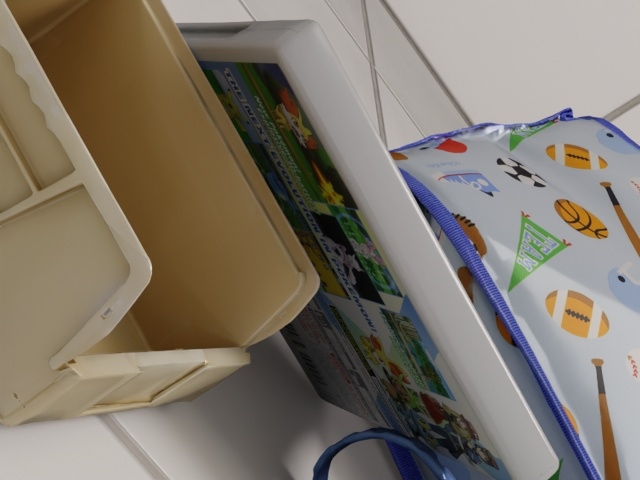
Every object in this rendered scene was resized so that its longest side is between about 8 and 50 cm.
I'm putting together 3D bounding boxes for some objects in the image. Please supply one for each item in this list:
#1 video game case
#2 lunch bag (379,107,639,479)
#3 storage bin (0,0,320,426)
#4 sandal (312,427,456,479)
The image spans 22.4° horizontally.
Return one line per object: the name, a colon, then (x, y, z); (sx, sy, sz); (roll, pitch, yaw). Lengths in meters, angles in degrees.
video game case: (0.000, 0.000, 1.082); (0.329, 0.036, 0.300); (60, -19, -19)
lunch bag: (0.200, 0.079, 1.359); (0.328, 0.239, 0.385); (-14, 72, -42)
storage bin: (-0.138, -0.042, 0.883); (0.260, 0.123, 0.262); (60, 13, 11)
sandal: (0.093, 0.226, 1.113); (0.317, 0.126, 0.138); (48, 13, -41)
